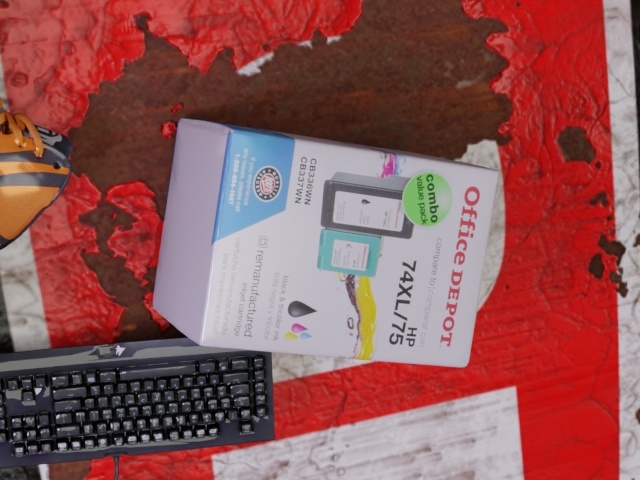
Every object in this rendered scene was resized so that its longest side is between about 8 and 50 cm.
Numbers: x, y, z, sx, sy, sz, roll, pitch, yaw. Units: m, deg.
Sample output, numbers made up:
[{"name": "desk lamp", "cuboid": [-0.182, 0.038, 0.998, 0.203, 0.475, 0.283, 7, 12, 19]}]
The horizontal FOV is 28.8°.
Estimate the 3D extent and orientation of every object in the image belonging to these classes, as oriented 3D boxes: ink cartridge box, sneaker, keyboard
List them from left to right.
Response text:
[{"name": "sneaker", "cuboid": [-0.310, -0.138, 1.135, 0.180, 0.124, 0.321, 8, 105, -25]}, {"name": "keyboard", "cuboid": [-0.202, 0.196, 1.225, 0.317, 0.033, 0.202, -4, 110, -9]}, {"name": "ink cartridge box", "cuboid": [0.000, 0.000, 1.215, 0.270, 0.197, 0.198, 6, 95, -21]}]
